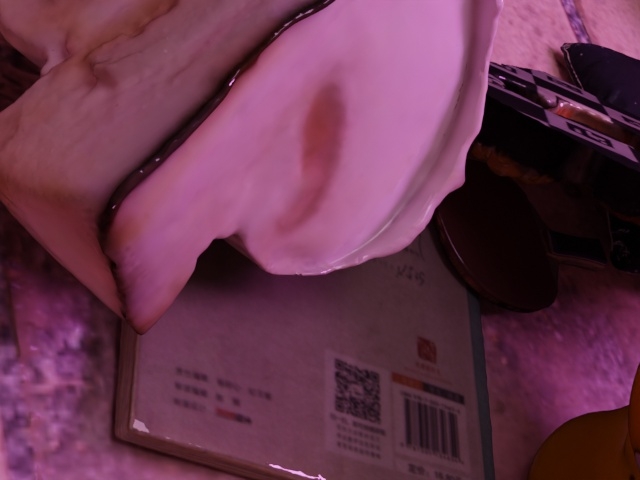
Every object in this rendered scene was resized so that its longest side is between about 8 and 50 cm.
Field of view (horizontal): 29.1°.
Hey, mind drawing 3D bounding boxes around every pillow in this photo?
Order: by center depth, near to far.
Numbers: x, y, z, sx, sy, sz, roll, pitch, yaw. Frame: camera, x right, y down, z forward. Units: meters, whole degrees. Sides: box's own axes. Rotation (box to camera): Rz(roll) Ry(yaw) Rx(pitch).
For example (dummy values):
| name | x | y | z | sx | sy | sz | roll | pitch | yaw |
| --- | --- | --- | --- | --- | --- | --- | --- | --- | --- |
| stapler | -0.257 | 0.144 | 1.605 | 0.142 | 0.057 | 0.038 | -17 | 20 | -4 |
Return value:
| name | x | y | z | sx | sy | sz | roll | pitch | yaw |
| --- | --- | --- | --- | --- | --- | --- | --- | --- | --- |
| pillow | 0.242 | -0.049 | 0.851 | 0.141 | 0.055 | 0.208 | 14 | 50 | -20 |

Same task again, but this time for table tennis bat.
| name | x | y | z | sx | sy | sz | roll | pitch | yaw |
| --- | --- | --- | --- | --- | --- | --- | --- | --- | --- |
| table tennis bat | 0.119 | 0.000 | 0.723 | 0.158 | 0.014 | 0.095 | 9 | 56 | -44 |

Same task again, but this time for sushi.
| name | x | y | z | sx | sy | sz | roll | pitch | yaw |
| --- | --- | --- | --- | --- | --- | --- | --- | --- | --- |
| sushi | 0.196 | -0.022 | 0.696 | 0.290 | 0.050 | 0.264 | 31 | 18 | 25 |

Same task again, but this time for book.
| name | x | y | z | sx | sy | sz | roll | pitch | yaw |
| --- | --- | --- | --- | --- | --- | --- | --- | --- | --- |
| book | 0.000 | 0.000 | 0.635 | 0.214 | 0.025 | 0.283 | 22 | 48 | -27 |

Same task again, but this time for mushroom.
| name | x | y | z | sx | sy | sz | roll | pitch | yaw |
| --- | --- | --- | --- | --- | --- | --- | --- | --- | --- |
| mushroom | -0.040 | -0.076 | 0.565 | 0.173 | 0.236 | 0.162 | 34 | -15 | 41 |

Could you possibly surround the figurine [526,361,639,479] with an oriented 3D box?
| name | x | y | z | sx | sy | sz | roll | pitch | yaw |
| --- | --- | --- | --- | --- | --- | --- | --- | --- | --- |
| figurine | 0.222 | 0.126 | 0.592 | 0.228 | 0.215 | 0.215 | 31 | 44 | -20 |
